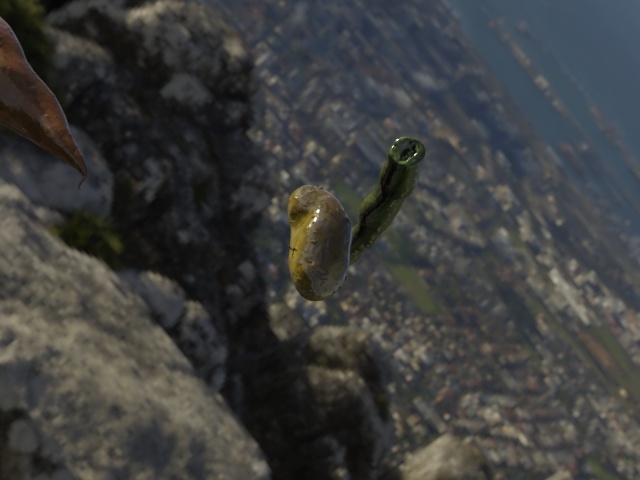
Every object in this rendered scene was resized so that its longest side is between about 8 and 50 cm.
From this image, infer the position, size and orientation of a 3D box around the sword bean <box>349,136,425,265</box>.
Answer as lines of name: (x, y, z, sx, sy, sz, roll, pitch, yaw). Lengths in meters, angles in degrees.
sword bean: (0.057, -0.031, 1.390, 0.038, 0.269, 0.043, -34, 79, -25)

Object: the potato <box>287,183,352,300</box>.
potato: (0.000, 0.000, 0.958, 0.045, 0.046, 0.092, 45, 37, -53)

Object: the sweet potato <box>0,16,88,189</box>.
sweet potato: (-0.228, -0.113, 0.972, 0.195, 0.056, 0.056, 52, 21, 11)
